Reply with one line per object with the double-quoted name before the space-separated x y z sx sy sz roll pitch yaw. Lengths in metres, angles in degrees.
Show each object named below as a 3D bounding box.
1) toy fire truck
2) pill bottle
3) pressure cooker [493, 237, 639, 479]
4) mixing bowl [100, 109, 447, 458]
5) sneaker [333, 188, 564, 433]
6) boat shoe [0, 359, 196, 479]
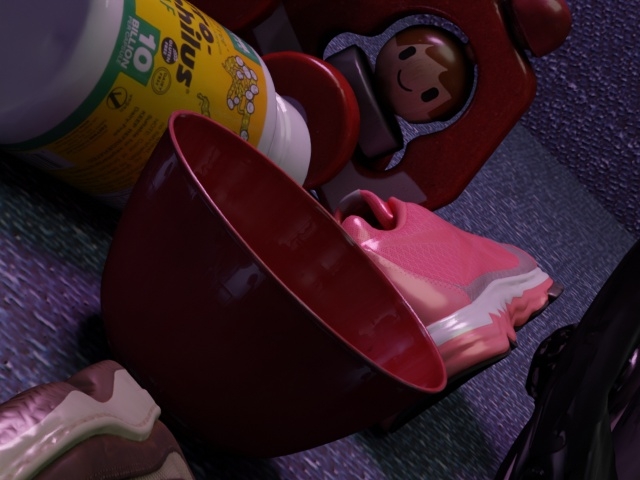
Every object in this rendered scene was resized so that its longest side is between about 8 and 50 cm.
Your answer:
"toy fire truck" 0.039 -0.169 1.375 0.302 0.254 0.169 66 15 6
"pill bottle" -0.097 -0.075 1.009 0.208 0.117 0.117 31 19 -51
"pressure cooker" 0.267 0.160 0.852 0.420 0.375 0.370 47 22 -15
"mixing bowl" -0.038 0.035 0.890 0.181 0.098 0.181 44 12 -12
"sneaker" 0.070 0.018 1.219 0.136 0.116 0.314 55 13 2
"boat shoe" -0.077 0.099 0.568 0.095 0.095 0.257 52 12 2
